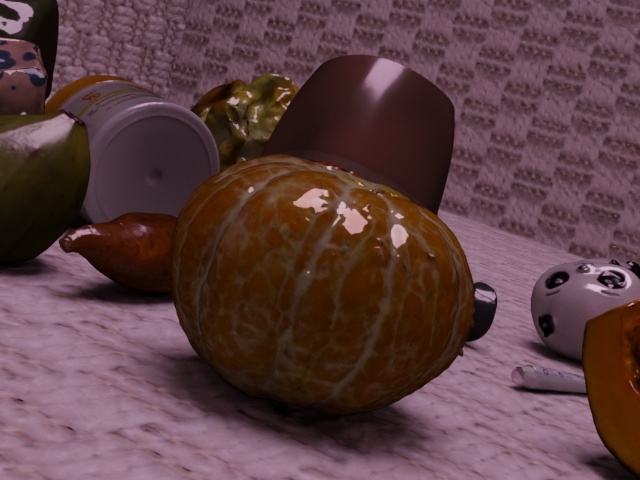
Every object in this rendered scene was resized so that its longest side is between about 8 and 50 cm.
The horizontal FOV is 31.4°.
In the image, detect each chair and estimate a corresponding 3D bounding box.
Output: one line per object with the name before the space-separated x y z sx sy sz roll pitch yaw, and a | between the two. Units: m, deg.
chair | 0.159 0.092 1.758 0.222 0.104 0.095 14 -9 9

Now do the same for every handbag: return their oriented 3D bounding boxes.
handbag | -0.516 -0.171 1.687 0.193 0.251 0.190 5 29 -21

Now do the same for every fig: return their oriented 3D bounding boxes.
fig | -0.392 -0.082 1.436 0.203 0.225 0.203 39 3 -3

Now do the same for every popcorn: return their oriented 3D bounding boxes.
popcorn | -0.114 -0.135 2.047 0.312 0.312 0.312 15 8 -2

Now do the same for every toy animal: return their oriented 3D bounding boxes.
toy animal | 0.447 0.112 1.874 0.187 0.165 0.235 -5 -2 25

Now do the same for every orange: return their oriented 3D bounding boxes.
orange | 0.000 0.048 1.190 0.329 0.249 0.329 16 13 -4

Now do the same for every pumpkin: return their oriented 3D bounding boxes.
pumpkin | 0.444 0.168 1.217 0.226 0.256 0.303 7 -12 -27

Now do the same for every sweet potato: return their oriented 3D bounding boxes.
sweet potato | -0.218 0.017 1.482 0.112 0.112 0.359 20 6 26

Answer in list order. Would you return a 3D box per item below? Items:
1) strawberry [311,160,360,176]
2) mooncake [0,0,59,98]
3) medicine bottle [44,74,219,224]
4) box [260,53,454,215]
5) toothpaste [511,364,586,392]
strawberry | 0.000 0.000 1.614 0.274 0.220 0.274 13 5 -1
mooncake | -0.570 -0.277 1.928 0.187 0.351 0.351 19 8 -4
medicine bottle | -0.312 -0.130 1.822 0.238 0.237 0.232 9 11 -37
box | 0.067 -0.148 1.822 0.301 0.216 0.301 19 -18 6
toothpaste | 0.344 0.198 1.593 0.218 0.033 0.052 12 12 -42
